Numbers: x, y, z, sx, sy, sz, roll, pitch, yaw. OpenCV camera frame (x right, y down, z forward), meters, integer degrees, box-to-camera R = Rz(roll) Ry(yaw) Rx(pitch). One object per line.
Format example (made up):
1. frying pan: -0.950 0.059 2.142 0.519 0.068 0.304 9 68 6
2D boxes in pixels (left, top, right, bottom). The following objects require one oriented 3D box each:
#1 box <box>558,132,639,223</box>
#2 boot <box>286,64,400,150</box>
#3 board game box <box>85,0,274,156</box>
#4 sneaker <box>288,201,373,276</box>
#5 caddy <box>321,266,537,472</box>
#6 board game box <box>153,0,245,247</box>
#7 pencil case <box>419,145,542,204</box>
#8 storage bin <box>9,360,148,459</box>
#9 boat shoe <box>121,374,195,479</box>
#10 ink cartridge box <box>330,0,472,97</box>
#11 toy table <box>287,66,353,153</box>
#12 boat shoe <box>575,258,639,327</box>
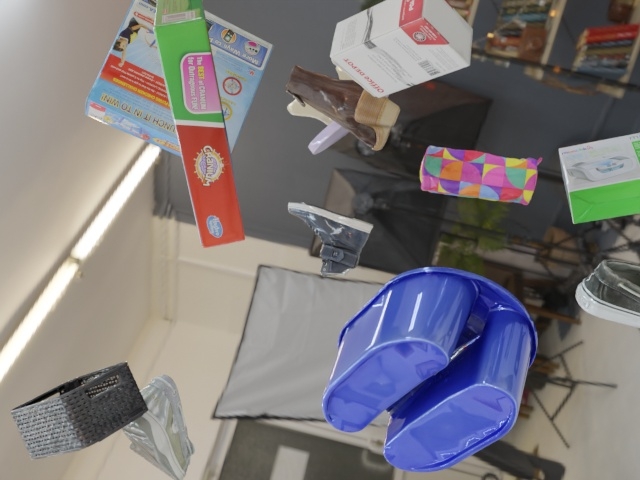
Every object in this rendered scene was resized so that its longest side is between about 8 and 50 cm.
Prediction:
1. box: 0.837 -0.181 2.004 0.231 0.262 0.126 -77 -29 -49
2. boot: 0.040 -0.255 1.313 0.248 0.207 0.090 97 -164 -87
3. board game box: -0.294 -0.345 1.490 0.086 0.308 0.301 -27 42 66
4. sneaker: 0.000 0.000 1.735 0.086 0.226 0.163 6 -77 -70
5. caddy: 0.154 0.182 1.024 0.341 0.241 0.179 -50 8 43
6. board game box: -0.175 -0.185 1.020 0.242 0.064 0.316 -109 10 -58
7. pencil case: 0.320 -0.133 1.410 0.104 0.236 0.104 8 -90 -82
8. storage bin: -0.363 0.256 1.051 0.122 0.180 0.084 -26 -86 -52
9. boat shoe: -0.282 0.347 1.267 0.103 0.118 0.320 -52 -22 -29
10. ink cartridge box: 0.094 -0.231 0.822 0.099 0.135 0.056 29 -119 -41
11. toy table: 0.042 -0.395 2.016 0.274 0.161 0.252 -36 -3 5
12. boat shoe: 0.679 0.112 1.386 0.121 0.335 0.119 -100 24 -45
